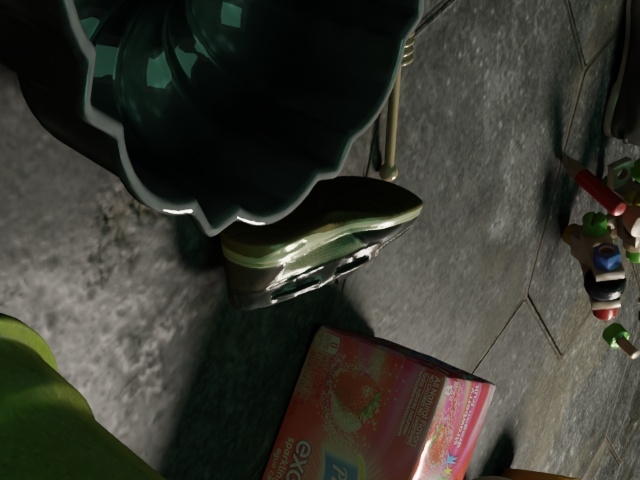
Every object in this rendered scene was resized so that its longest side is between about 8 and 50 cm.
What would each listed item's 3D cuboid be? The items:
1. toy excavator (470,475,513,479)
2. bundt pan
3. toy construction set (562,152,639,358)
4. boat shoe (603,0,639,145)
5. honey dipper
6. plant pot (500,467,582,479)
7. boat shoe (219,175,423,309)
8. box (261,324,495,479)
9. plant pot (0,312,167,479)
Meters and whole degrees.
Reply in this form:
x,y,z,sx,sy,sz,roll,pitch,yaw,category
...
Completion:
x,y,z,sx,sy,sz,roll,pitch,yaw,category
0.188,0.578,1.297,0.445,0.433,0.222,-28,136,-13,toy excavator
-0.061,-0.176,0.547,0.331,0.124,0.331,-36,135,-46,bundt pan
0.439,-0.038,1.476,0.257,0.237,0.309,-40,131,5,toy construction set
0.501,-0.299,1.464,0.112,0.095,0.335,-33,134,-48,boat shoe
0.067,-0.123,0.898,0.030,0.030,0.161,-40,141,-43,honey dipper
0.347,0.469,1.590,0.205,0.205,0.188,35,62,-60,plant pot
0.000,0.001,0.816,0.223,0.080,0.073,-19,129,-49,boat shoe
0.036,0.247,0.952,0.154,0.142,0.300,23,87,-60,box
-0.127,0.213,0.478,0.276,0.254,0.276,-55,163,-26,plant pot
